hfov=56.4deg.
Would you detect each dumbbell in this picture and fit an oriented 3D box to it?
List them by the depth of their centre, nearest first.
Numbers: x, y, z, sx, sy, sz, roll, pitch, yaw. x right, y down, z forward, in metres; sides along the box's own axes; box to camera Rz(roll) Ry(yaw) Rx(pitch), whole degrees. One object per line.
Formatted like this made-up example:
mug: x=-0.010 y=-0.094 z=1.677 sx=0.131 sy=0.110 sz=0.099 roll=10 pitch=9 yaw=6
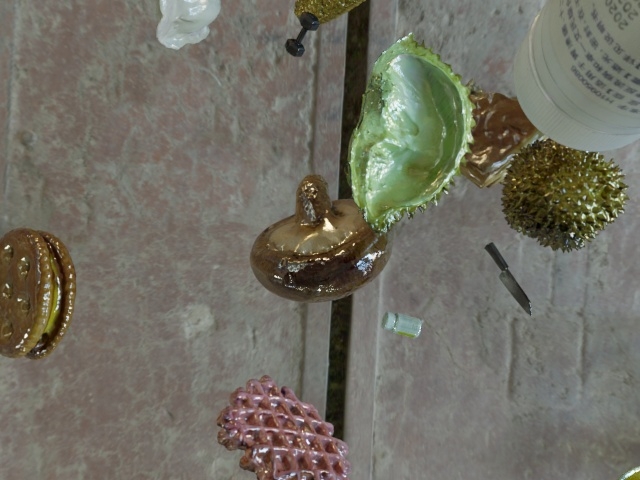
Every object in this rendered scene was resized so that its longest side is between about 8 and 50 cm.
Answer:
dumbbell: x=-0.035 y=-0.388 z=1.127 sx=0.036 sy=0.040 sz=0.083 roll=12 pitch=133 yaw=-30

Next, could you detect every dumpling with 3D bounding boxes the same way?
dumpling: x=-0.263 y=-0.450 z=1.170 sx=0.124 sy=0.229 sz=0.151 roll=20 pitch=109 yaw=9

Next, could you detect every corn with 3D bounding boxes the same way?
corn: x=0.075 y=-0.514 z=1.152 sx=0.313 sy=0.102 sz=0.102 roll=-26 pitch=89 yaw=38

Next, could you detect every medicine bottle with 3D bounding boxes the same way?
medicine bottle: x=0.323 y=-0.216 z=0.565 sx=0.189 sy=0.332 sz=0.190 roll=0 pitch=82 yaw=-1
medicine bottle: x=0.186 y=0.193 z=1.370 sx=0.083 sy=0.047 sz=0.047 roll=15 pitch=90 yaw=-11

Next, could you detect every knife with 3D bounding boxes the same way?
knife: x=0.518 y=0.108 z=1.645 sx=0.028 sy=0.060 sz=0.230 roll=-17 pitch=62 yaw=-20

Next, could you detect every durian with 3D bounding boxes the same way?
durian: x=0.164 y=-0.187 z=1.080 sx=0.163 sy=0.198 sz=0.394 roll=6 pitch=67 yaw=44
durian: x=0.516 y=-0.096 z=1.313 sx=0.258 sy=0.293 sz=0.258 roll=0 pitch=89 yaw=-8

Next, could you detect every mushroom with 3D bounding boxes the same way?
mushroom: x=0.010 y=0.020 z=1.422 sx=0.239 sy=0.345 sz=0.345 roll=40 pitch=92 yaw=-31

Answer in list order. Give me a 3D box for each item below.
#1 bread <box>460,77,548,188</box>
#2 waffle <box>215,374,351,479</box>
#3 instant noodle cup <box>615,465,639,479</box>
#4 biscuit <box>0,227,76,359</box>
bread: x=0.510 y=-0.337 z=1.749 sx=0.370 sy=0.191 sz=0.314 roll=-45 pitch=63 yaw=3
waffle: x=-0.044 y=0.306 z=0.906 sx=0.234 sy=0.221 sz=0.055 roll=41 pitch=108 yaw=5
instant noodle cup: x=0.515 y=0.440 z=0.848 sx=0.205 sy=0.153 sz=0.205 roll=0 pitch=90 yaw=-28
biscuit: x=-0.486 y=0.087 z=0.985 sx=0.220 sy=0.066 sz=0.221 roll=-5 pitch=81 yaw=37
